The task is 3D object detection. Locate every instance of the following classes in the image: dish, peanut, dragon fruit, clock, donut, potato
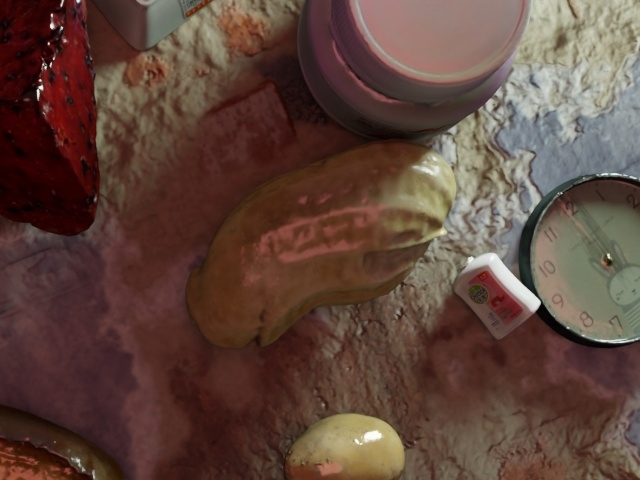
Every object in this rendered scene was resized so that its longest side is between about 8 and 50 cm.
[{"bbox_3d":[-0.171,-0.352,1.720,0.234,0.064,0.154,-39,90,-9],"label":"dish"},{"bbox_3d":[-0.002,-0.006,1.672,0.340,0.158,0.174,-18,125,-3],"label":"peanut"},{"bbox_3d":[-0.409,-0.161,1.670,0.329,0.228,0.286,-10,54,12],"label":"dragon fruit"},{"bbox_3d":[0.348,0.023,1.764,0.214,0.042,0.215,0,86,-6],"label":"clock"},{"bbox_3d":[-0.364,0.322,1.605,0.317,0.150,0.299,-18,85,-8],"label":"donut"},{"bbox_3d":[0.027,0.259,1.680,0.147,0.112,0.112,-13,87,-15],"label":"potato"}]

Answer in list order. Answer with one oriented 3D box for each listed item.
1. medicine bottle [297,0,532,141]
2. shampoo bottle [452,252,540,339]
[{"bbox_3d":[0.103,-0.243,1.623,0.241,0.302,0.241,0,86,-7],"label":"medicine bottle"},{"bbox_3d":[0.204,0.061,1.734,0.099,0.043,0.072,48,121,-1],"label":"shampoo bottle"}]
